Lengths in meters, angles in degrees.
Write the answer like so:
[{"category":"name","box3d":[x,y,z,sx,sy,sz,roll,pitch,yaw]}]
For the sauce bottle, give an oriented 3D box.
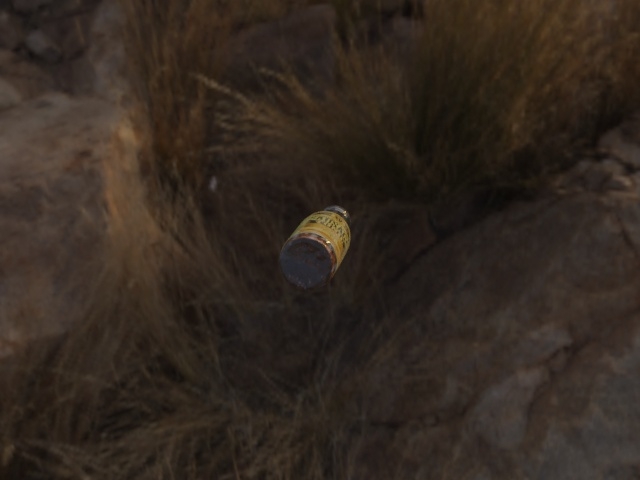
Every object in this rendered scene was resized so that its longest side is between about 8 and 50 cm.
[{"category":"sauce bottle","box3d":[0.000,0.000,0.856,0.042,0.042,0.128,2,16,8]}]
